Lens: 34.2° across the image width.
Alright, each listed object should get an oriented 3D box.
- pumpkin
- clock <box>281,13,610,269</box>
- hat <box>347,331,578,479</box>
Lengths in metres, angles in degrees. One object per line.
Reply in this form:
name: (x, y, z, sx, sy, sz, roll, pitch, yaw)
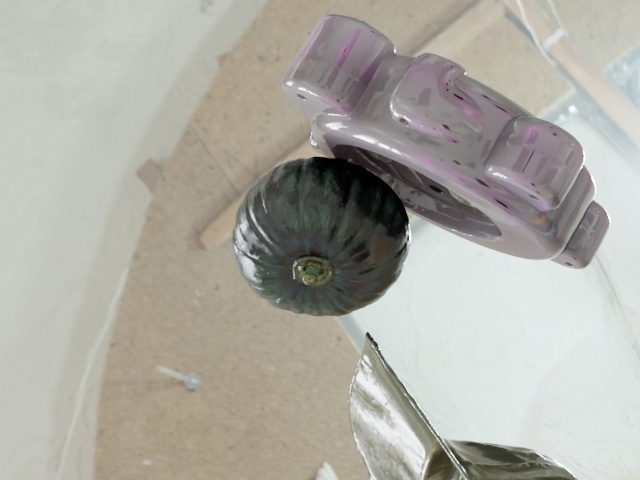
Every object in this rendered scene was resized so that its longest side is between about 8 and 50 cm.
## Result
pumpkin: (0.000, 0.000, 1.151, 0.202, 0.202, 0.140, -17, -144, 18)
clock: (0.138, -0.091, 1.096, 0.322, 0.295, 0.113, 27, -98, 30)
hat: (0.130, 0.188, 0.923, 0.149, 0.214, 0.244, -10, -119, -14)
